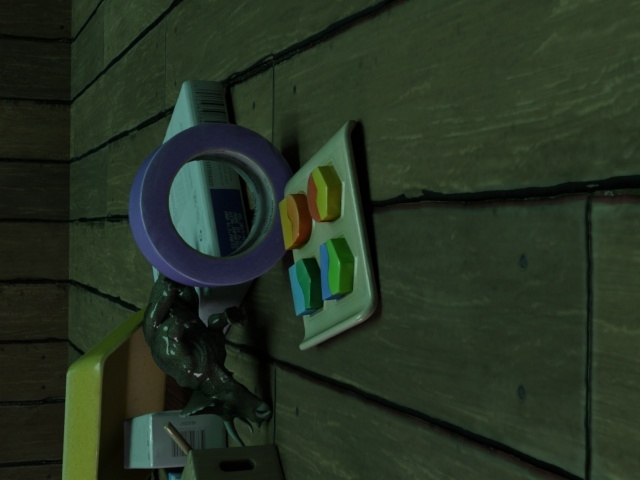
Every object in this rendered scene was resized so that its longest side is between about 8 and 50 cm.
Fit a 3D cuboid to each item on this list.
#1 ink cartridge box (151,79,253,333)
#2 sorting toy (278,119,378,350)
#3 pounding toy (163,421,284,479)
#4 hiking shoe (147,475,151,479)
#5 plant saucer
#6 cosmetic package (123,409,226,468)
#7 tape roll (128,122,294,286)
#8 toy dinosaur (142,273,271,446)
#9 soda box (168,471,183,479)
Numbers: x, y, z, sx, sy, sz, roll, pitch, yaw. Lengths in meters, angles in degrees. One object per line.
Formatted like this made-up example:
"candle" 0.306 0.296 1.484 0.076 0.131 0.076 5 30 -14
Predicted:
"ink cartridge box" -0.188 -0.013 1.535 0.330 0.071 0.324 121 141 -55
"sorting toy" 0.000 0.000 1.079 0.193 0.038 0.208 142 126 -65
"pounding toy" -0.127 0.298 1.263 0.130 0.141 0.100 110 152 -42
"hiking shoe" -0.378 0.345 1.967 0.132 0.113 0.304 117 147 -51
"plant saucer" -0.350 0.290 1.725 0.333 0.081 0.332 -54 -29 -74
"cosmetic package" -0.227 0.306 1.567 0.231 0.117 0.085 153 116 -66
"tape roll" -0.125 -0.039 1.198 0.080 0.189 0.189 169 101 -70
"toy dinosaur" -0.183 0.116 1.321 0.313 0.121 0.160 47 129 30
"soda box" -0.165 0.383 1.465 0.210 0.067 0.071 175 95 -69
